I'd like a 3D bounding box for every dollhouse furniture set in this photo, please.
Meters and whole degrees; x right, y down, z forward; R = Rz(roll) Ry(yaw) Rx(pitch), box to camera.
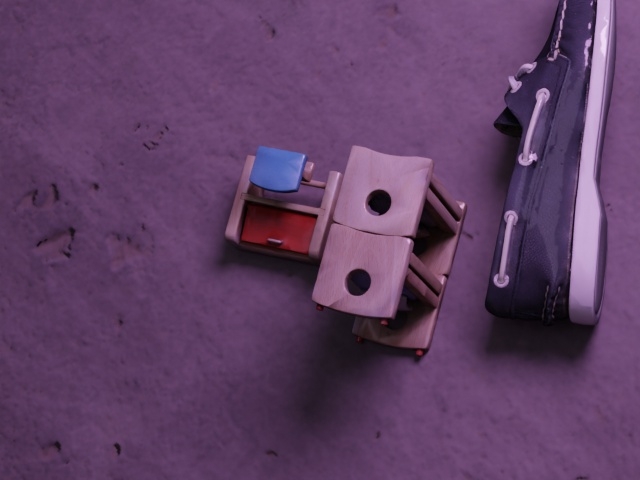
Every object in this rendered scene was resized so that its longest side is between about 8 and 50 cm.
[{"bbox_3d":[0.000,0.000,1.424,0.183,0.129,0.129,11,78,20],"label":"dollhouse furniture set"}]

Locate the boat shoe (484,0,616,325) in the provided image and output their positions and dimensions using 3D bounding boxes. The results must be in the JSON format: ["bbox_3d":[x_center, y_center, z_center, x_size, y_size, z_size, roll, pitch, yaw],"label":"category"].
[{"bbox_3d":[0.178,-0.086,1.400,0.091,0.114,0.302,3,75,13],"label":"boat shoe"}]
